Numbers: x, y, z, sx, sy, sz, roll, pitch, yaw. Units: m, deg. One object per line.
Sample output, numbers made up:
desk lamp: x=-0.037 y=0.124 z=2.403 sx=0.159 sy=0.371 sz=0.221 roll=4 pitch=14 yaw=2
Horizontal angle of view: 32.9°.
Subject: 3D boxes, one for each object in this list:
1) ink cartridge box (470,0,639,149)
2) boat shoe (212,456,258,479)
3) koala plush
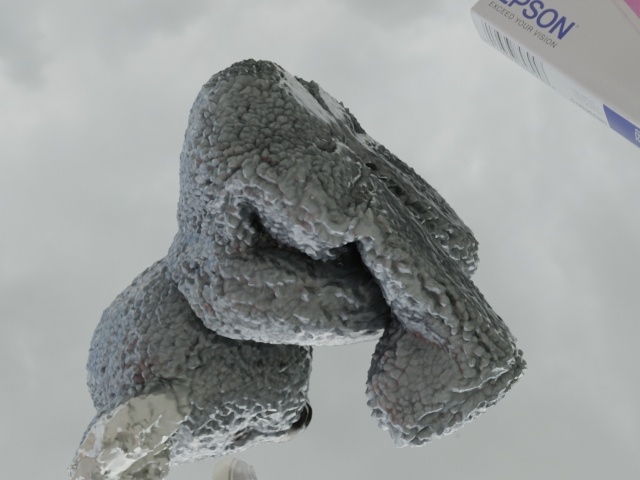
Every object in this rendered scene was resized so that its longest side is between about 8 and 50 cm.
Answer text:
ink cartridge box: x=0.367 y=-0.245 z=1.030 sx=0.330 sy=0.071 sz=0.324 roll=-46 pitch=-126 yaw=0
boat shoe: x=-0.043 y=0.256 z=0.921 sx=0.081 sy=0.079 sz=0.227 roll=-15 pitch=-157 yaw=-5
koala plush: x=-0.044 y=0.038 z=0.591 sx=0.203 sy=0.221 sz=0.196 roll=43 pitch=-164 yaw=-18
